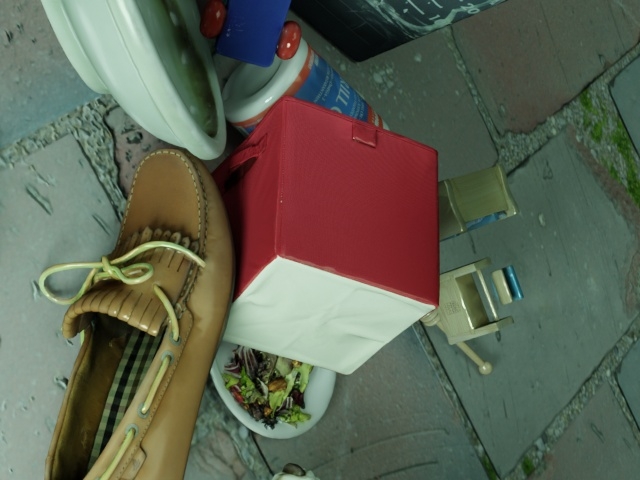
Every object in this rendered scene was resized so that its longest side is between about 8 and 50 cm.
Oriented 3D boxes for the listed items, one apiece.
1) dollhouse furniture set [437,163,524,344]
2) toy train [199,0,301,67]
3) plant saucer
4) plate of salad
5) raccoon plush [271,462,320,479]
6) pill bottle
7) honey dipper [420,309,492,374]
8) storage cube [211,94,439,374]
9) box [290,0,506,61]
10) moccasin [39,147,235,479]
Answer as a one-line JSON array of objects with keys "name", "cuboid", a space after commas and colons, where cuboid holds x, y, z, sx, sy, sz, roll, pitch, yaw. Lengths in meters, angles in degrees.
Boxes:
[{"name": "dollhouse furniture set", "cuboid": [0.167, 0.022, 1.737, 0.129, 0.129, 0.183, -17, 86, -49]}, {"name": "toy train", "cuboid": [-0.057, -0.318, 1.539, 0.105, 0.143, 0.248, 14, 101, -15]}, {"name": "plant saucer", "cuboid": [-0.203, -0.255, 1.385, 0.400, 0.101, 0.400, -19, 90, -85]}, {"name": "plate of salad", "cuboid": [-0.045, 0.112, 1.541, 0.200, 0.048, 0.199, 20, 62, -43]}, {"name": "raccoon plush", "cuboid": [0.000, 0.438, 1.369, 0.299, 0.216, 0.446, 3, 74, -39]}, {"name": "pill bottle", "cuboid": [0.003, -0.118, 1.619, 0.221, 0.124, 0.124, 42, 49, -30]}, {"name": "honey dipper", "cuboid": [0.167, 0.118, 1.785, 0.161, 0.030, 0.030, 42, 49, -31]}, {"name": "storage cube", "cuboid": [0.000, 0.000, 1.479, 0.215, 0.184, 0.193, 19, 54, -24]}, {"name": "box", "cuboid": [0.081, -0.498, 1.578, 0.480, 0.472, 0.297, 35, 52, -34]}, {"name": "moccasin", "cuboid": [-0.180, 0.081, 1.351, 0.147, 0.139, 0.380, 36, 61, -45]}]
